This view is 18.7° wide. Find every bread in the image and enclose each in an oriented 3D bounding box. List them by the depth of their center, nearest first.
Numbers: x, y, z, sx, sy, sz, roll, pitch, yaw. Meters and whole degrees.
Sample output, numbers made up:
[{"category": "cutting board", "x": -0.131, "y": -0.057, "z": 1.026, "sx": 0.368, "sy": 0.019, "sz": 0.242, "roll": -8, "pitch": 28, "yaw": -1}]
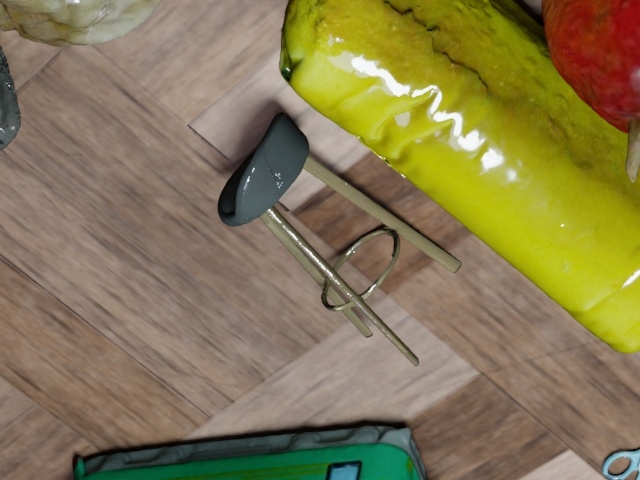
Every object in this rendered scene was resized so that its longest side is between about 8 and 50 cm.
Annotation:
[{"category": "bread", "x": 0.143, "y": -0.080, "z": 1.373, "sx": 0.383, "sy": 0.166, "sz": 0.112, "roll": 38, "pitch": 145, "yaw": -18}]

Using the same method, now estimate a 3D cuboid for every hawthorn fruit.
[{"category": "hawthorn fruit", "x": 0.229, "y": -0.147, "z": 1.278, "sx": 0.189, "sy": 0.251, "sz": 0.189, "roll": 23, "pitch": 153, "yaw": 13}]

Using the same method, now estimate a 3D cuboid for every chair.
[{"category": "chair", "x": 0.001, "y": 0.000, "z": 1.517, "sx": 0.095, "sy": 0.104, "sz": 0.221, "roll": -17, "pitch": 127, "yaw": 42}]

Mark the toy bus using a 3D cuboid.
[{"category": "toy bus", "x": -0.067, "y": 0.290, "z": 1.691, "sx": 0.343, "sy": 0.199, "sz": 0.183, "roll": -8, "pitch": 127, "yaw": 19}]

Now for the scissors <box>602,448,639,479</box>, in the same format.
[{"category": "scissors", "x": 0.285, "y": 0.171, "z": 1.645, "sx": 0.058, "sy": 0.014, "sz": 0.119, "roll": 19, "pitch": 132, "yaw": -10}]

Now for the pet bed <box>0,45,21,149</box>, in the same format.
[{"category": "pet bed", "x": -0.341, "y": -0.105, "z": 1.466, "sx": 0.211, "sy": 0.159, "sz": 0.183, "roll": -37, "pitch": 88, "yaw": 30}]

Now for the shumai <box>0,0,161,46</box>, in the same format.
[{"category": "shumai", "x": -0.206, "y": -0.197, "z": 1.334, "sx": 0.218, "sy": 0.185, "sz": 0.184, "roll": 25, "pitch": 128, "yaw": -10}]
